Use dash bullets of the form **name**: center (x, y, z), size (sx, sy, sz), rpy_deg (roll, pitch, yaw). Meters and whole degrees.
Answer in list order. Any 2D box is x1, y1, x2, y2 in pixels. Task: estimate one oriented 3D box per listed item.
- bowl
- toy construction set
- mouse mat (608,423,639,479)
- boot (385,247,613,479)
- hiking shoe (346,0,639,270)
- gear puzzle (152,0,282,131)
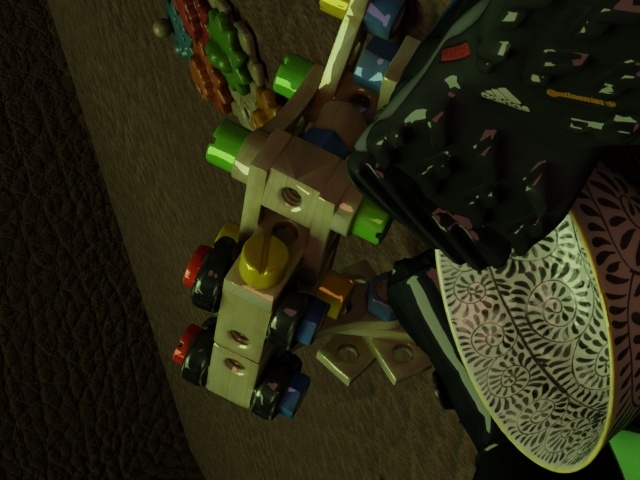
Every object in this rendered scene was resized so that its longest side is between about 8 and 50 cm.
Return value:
- **bowl**: center (0.128, 0.020, 0.669), size (0.170, 0.080, 0.170), rpy_deg (165, 90, -71)
- **toy construction set**: center (0.000, 0.000, 0.925), size (0.151, 0.215, 0.327), rpy_deg (17, 145, 19)
- **mouse mat**: center (0.195, 0.175, 0.629), size (0.152, 0.007, 0.189), rpy_deg (176, 73, -76)
- **boot**: center (0.091, 0.104, 0.780), size (0.207, 0.094, 0.246), rpy_deg (65, -157, 0)
- **hiking shoe**: center (0.113, -0.095, 0.489), size (0.113, 0.132, 0.304), rpy_deg (35, 151, -17)
- **gear puzzle**: center (-0.101, -0.166, 1.351), size (0.339, 0.044, 0.175), rpy_deg (55, 162, 42)
